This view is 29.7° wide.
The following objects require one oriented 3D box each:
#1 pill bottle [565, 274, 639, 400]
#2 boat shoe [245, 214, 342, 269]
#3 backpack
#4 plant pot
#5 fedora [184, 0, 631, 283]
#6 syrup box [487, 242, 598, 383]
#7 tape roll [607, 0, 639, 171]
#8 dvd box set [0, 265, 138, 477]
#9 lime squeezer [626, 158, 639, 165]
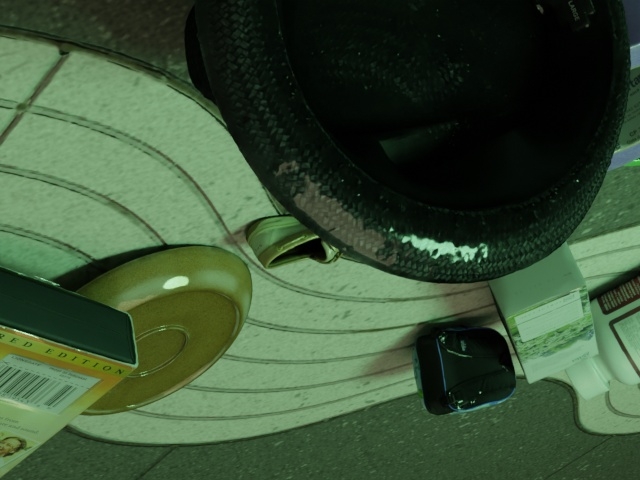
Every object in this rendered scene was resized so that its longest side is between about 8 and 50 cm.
[{"bbox_3d":[0.409,0.108,1.520,0.221,0.121,0.121,-30,152,14],"label":"pill bottle"},{"bbox_3d":[0.000,0.000,1.108,0.135,0.045,0.050,-12,151,-20],"label":"boat shoe"},{"bbox_3d":[0.171,0.154,1.453,0.114,0.105,0.084,-5,170,-32],"label":"backpack"},{"bbox_3d":[-0.164,0.096,1.133,0.236,0.032,0.236,-24,151,-15],"label":"plant pot"},{"bbox_3d":[0.038,-0.120,0.756,0.334,0.334,0.152,0,175,-36],"label":"fedora"},{"bbox_3d":[0.248,0.072,1.364,0.093,0.096,0.237,-23,153,5],"label":"syrup box"},{"bbox_3d":[0.237,-0.137,1.003,0.189,0.080,0.189,-17,151,-10],"label":"tape roll"},{"bbox_3d":[-0.401,0.148,1.005,0.308,0.062,0.420,24,129,-40],"label":"dvd box set"},{"bbox_3d":[0.459,-0.125,1.213,0.310,0.059,0.110,-30,152,15],"label":"lime squeezer"}]
